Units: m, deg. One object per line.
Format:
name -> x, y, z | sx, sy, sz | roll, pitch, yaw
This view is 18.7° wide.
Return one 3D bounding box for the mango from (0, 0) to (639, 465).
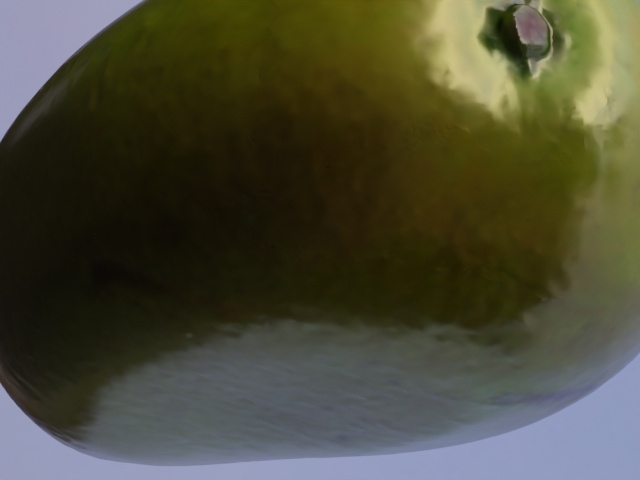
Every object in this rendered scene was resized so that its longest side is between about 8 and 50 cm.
mango -> -0.003, -0.002, 0.375 | 0.163, 0.117, 0.089 | -21, -120, 25
